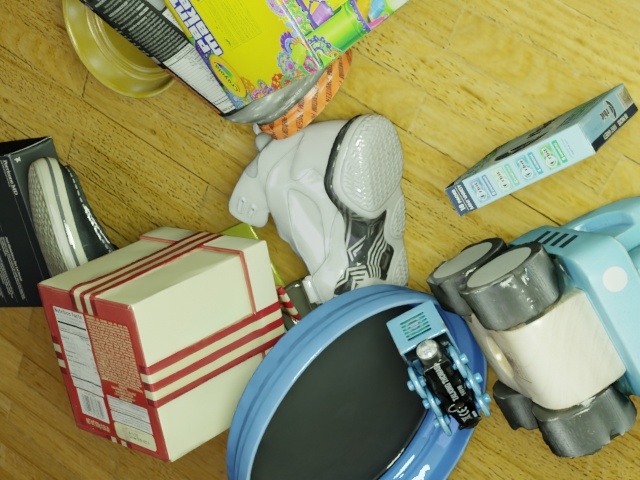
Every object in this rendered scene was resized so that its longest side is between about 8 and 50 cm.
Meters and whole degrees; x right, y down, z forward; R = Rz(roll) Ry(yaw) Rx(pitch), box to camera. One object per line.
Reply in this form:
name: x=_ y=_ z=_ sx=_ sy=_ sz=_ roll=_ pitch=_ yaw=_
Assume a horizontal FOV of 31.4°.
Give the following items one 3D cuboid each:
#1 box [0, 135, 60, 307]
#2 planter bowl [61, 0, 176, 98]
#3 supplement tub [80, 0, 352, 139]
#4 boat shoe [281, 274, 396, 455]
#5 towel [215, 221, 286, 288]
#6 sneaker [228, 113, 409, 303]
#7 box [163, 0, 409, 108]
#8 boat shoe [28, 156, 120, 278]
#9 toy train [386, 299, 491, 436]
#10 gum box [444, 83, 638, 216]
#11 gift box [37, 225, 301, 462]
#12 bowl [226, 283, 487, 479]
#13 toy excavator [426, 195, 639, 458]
box: x=-0.491 y=-0.026 z=1.857 sx=0.184 sy=0.103 sz=0.261 roll=-1 pitch=112 yaw=37
planter bowl: x=-0.242 y=-0.312 z=1.559 sx=0.217 sy=0.090 sz=0.217 roll=15 pitch=121 yaw=26
supplement tub: x=-0.124 y=-0.276 z=1.383 sx=0.316 sy=0.193 sz=0.194 roll=38 pitch=134 yaw=-24
boat shoe: x=0.030 y=0.192 z=1.626 sx=0.091 sy=0.109 sz=0.305 roll=-33 pitch=94 yaw=4
towel: x=-0.084 y=0.086 z=1.704 sx=0.102 sy=0.021 sz=0.237 roll=-24 pitch=99 yaw=35
sneaker: x=0.000 y=0.000 z=1.536 sx=0.210 sy=0.137 sz=0.365 roll=11 pitch=114 yaw=30
box: x=-0.037 y=-0.348 z=1.222 sx=0.177 sy=0.279 sz=0.290 roll=-15 pitch=113 yaw=55
boat shoe: x=-0.300 y=0.089 z=1.750 sx=0.187 sy=0.156 sz=0.500 roll=13 pitch=130 yaw=65
toy train: x=0.147 y=0.158 z=1.378 sx=0.080 sy=0.105 sz=0.184 roll=-28 pitch=137 yaw=6
gum box: x=0.252 y=-0.103 z=1.300 sx=0.184 sy=0.157 sz=0.041 roll=-28 pitch=96 yaw=39
gift box: x=-0.194 y=0.139 z=1.536 sx=0.255 sy=0.258 sz=0.276 roll=14 pitch=121 yaw=43
bowl: x=0.048 y=0.235 z=1.472 sx=0.077 sy=0.391 sz=0.391 roll=35 pitch=131 yaw=44
toy excavator: x=0.390 y=0.031 z=1.252 sx=0.222 sy=0.445 sz=0.433 roll=59 pitch=174 yaw=-8
